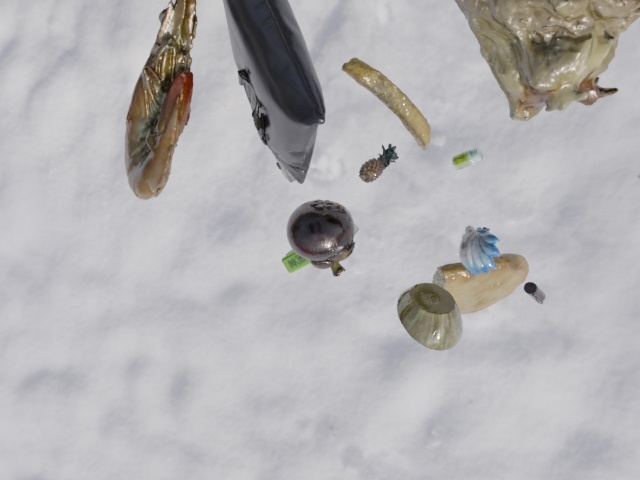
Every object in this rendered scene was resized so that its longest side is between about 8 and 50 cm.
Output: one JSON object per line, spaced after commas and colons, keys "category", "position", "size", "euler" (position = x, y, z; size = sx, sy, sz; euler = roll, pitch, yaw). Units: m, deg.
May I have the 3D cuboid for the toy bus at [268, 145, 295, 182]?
{"category": "toy bus", "position": [-0.141, -0.345, 1.926], "size": [0.092, 0.268, 0.106], "euler": [-33, 57, -6]}

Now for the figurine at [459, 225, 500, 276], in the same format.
{"category": "figurine", "position": [0.329, 0.027, 0.988], "size": [0.114, 0.079, 0.114], "euler": [42, 139, 52]}

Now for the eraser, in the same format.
{"category": "eraser", "position": [0.000, 0.014, 1.912], "size": [0.274, 0.210, 0.092], "euler": [-29, 97, 30]}

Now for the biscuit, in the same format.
{"category": "biscuit", "position": [0.601, 0.196, 1.861], "size": [0.447, 0.429, 0.104], "euler": [-9, 55, -16]}

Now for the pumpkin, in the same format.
{"category": "pumpkin", "position": [0.330, 0.197, 1.370], "size": [0.217, 0.217, 0.110], "euler": [37, 138, 17]}

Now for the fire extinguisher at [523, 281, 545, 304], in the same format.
{"category": "fire extinguisher", "position": [0.737, 0.182, 1.626], "size": [0.043, 0.158, 0.064], "euler": [-27, 56, 28]}

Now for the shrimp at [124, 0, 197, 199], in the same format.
{"category": "shrimp", "position": [-0.212, -0.177, 0.634], "size": [0.287, 0.063, 0.152], "euler": [-60, 42, 32]}

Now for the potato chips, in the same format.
{"category": "potato chips", "position": [0.216, -0.360, 1.294], "size": [0.080, 0.407, 0.057], "euler": [32, 91, 49]}

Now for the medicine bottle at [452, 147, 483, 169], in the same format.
{"category": "medicine bottle", "position": [0.450, -0.251, 1.457], "size": [0.083, 0.047, 0.047], "euler": [-21, 83, 39]}

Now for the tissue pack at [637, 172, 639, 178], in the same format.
{"category": "tissue pack", "position": [0.986, -0.162, 1.211], "size": [0.225, 0.185, 0.124], "euler": [-5, 133, -11]}

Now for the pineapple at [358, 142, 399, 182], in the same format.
{"category": "pineapple", "position": [0.230, -0.307, 1.912], "size": [0.083, 0.221, 0.103], "euler": [28, 143, 27]}

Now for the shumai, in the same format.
{"category": "shumai", "position": [0.315, -0.310, 0.712], "size": [0.314, 0.267, 0.262], "euler": [12, 124, 0]}

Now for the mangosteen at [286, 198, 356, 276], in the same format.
{"category": "mangosteen", "position": [-0.002, -0.011, 1.145], "size": [0.172, 0.172, 0.184], "euler": [36, 137, 17]}

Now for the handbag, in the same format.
{"category": "handbag", "position": [-0.061, -0.214, 0.616], "size": [0.089, 0.211, 0.254], "euler": [-22, 81, -13]}
